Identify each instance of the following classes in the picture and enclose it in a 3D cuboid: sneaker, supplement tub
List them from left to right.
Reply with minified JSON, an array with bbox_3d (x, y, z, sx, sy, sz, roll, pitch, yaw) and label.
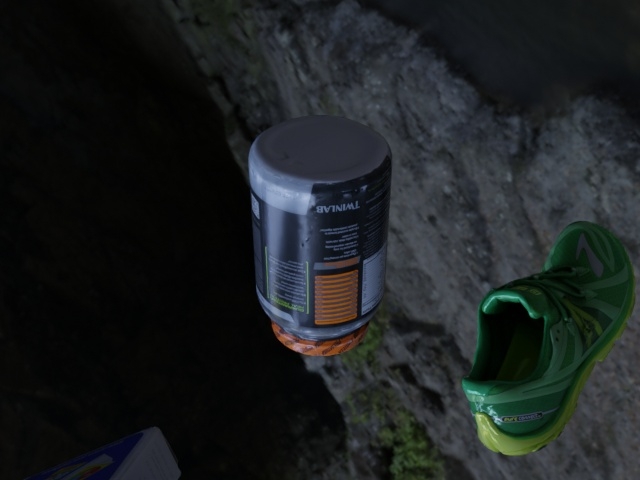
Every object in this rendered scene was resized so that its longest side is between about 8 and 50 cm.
[{"bbox_3d":[0.000,0.000,0.698,0.117,0.117,0.190,-124,27,-48],"label":"supplement tub"},{"bbox_3d":[0.237,0.077,0.836,0.109,0.295,0.123,-2,132,44],"label":"sneaker"}]

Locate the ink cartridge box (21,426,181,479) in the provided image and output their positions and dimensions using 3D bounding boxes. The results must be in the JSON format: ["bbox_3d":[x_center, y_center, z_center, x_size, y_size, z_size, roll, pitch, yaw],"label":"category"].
[{"bbox_3d":[-0.294,0.290,0.643,0.072,0.304,0.307,63,-163,-11],"label":"ink cartridge box"}]
